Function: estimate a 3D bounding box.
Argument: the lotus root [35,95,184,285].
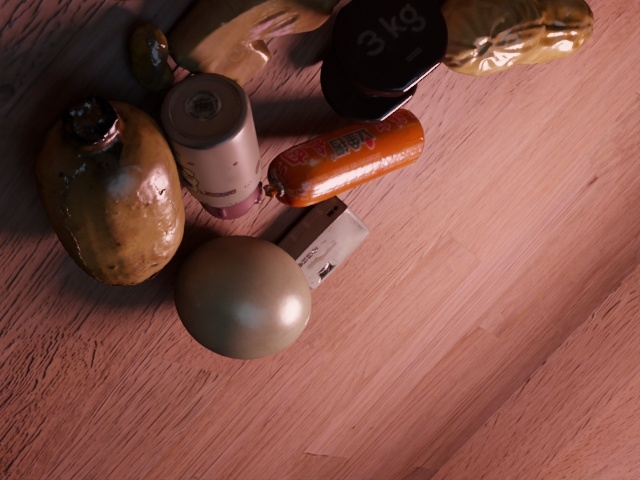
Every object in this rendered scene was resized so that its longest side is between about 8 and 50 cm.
[{"bbox_3d":[-0.247,-0.059,0.926,0.160,0.146,0.284,-50,160,-28],"label":"lotus root"}]

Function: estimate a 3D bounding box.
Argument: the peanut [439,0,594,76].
[{"bbox_3d":[0.298,-0.327,1.205,0.306,0.147,0.147,-14,138,-39],"label":"peanut"}]

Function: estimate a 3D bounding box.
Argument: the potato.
[{"bbox_3d":[-0.196,-0.206,0.901,0.046,0.045,0.092,-57,161,-32],"label":"potato"}]

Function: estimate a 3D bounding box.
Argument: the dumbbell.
[{"bbox_3d":[0.075,-0.233,1.006,0.140,0.124,0.225,-38,180,-6],"label":"dumbbell"}]

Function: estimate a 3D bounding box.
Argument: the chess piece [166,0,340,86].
[{"bbox_3d":[-0.044,-0.298,0.913,0.301,0.137,0.137,-38,149,15],"label":"chess piece"}]

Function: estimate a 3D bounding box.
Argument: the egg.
[{"bbox_3d":[-0.117,0.086,1.187,0.186,0.186,0.253,-50,150,9],"label":"egg"}]

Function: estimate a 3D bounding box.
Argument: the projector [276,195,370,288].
[{"bbox_3d":[0.000,0.000,1.333,0.147,0.061,0.115,-45,146,2],"label":"projector"}]

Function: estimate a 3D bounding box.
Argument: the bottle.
[{"bbox_3d":[-0.132,-0.107,1.013,0.110,0.110,0.233,-35,160,-13],"label":"bottle"}]

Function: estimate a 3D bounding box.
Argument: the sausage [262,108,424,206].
[{"bbox_3d":[0.030,-0.120,1.156,0.312,0.093,0.093,-25,144,-42],"label":"sausage"}]
